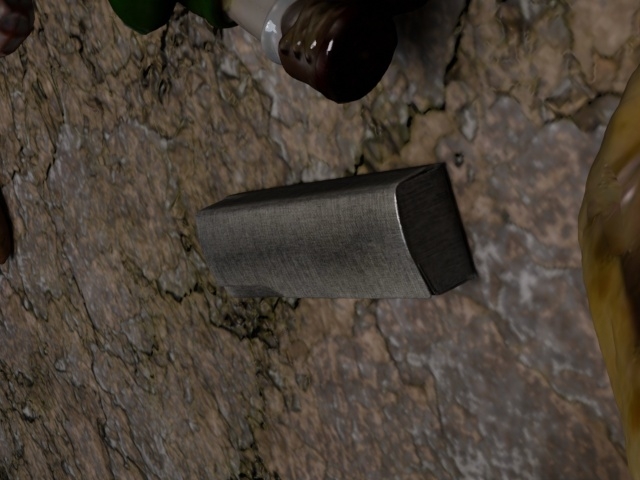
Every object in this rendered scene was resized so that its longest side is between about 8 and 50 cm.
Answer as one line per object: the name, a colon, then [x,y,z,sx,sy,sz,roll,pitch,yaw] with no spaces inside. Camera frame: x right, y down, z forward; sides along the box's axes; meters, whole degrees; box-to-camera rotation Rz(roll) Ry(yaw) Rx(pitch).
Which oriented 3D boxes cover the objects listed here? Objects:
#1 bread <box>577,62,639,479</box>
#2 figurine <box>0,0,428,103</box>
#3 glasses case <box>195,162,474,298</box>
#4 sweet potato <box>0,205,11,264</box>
bread: [0.188,0.008,0.320,0.134,0.245,0.244,34,163,-38]
figurine: [-0.102,-0.210,0.594,0.370,0.167,0.281,35,101,21]
glasses case: [0.000,0.000,0.674,0.205,0.047,0.071,-4,107,51]
sweet potato: [-0.365,-0.095,1.063,0.255,0.058,0.078,64,160,-3]
